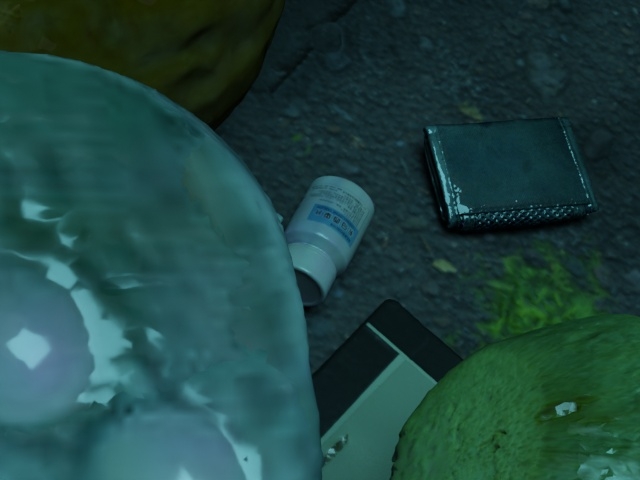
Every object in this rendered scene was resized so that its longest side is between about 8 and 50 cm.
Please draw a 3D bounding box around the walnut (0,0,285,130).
[{"bbox_3d":[-0.217,-0.193,1.178,0.398,0.308,0.354,-12,80,-27],"label":"walnut"}]

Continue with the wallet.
[{"bbox_3d":[0.144,-0.050,1.378,0.129,0.026,0.088,-5,65,-22],"label":"wallet"}]

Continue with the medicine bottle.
[{"bbox_3d":[0.000,0.000,1.284,0.052,0.052,0.089,28,56,0],"label":"medicine bottle"}]

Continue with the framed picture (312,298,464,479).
[{"bbox_3d":[0.100,0.226,1.202,0.347,0.016,0.265,40,56,7],"label":"framed picture"}]

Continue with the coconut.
[{"bbox_3d":[0.193,0.206,1.072,0.328,0.281,0.328,36,24,-19],"label":"coconut"}]

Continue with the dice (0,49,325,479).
[{"bbox_3d":[-0.202,0.110,0.955,0.348,0.330,0.327,3,67,-27],"label":"dice"}]
